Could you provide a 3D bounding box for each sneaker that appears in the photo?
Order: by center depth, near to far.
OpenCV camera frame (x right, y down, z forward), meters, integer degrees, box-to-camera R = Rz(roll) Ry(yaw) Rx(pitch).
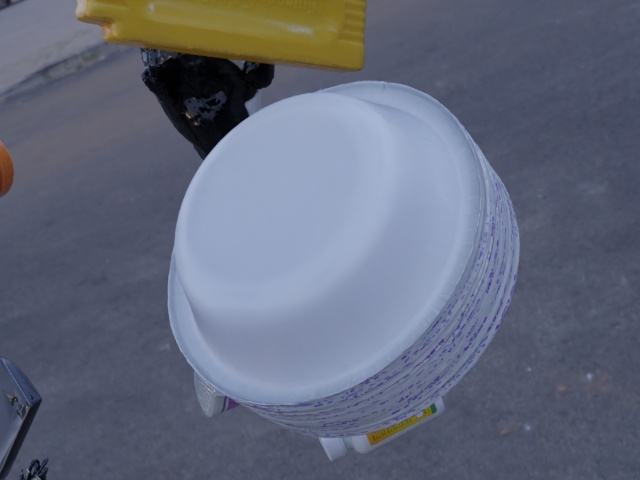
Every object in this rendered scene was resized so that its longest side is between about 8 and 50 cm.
[{"bbox_3d":[-0.091,0.167,1.314,0.161,0.102,0.282,-14,-17,-19],"label":"sneaker"}]

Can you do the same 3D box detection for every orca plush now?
[{"bbox_3d":[-0.133,-0.187,0.897,0.151,0.287,0.102,8,32,20],"label":"orca plush"}]

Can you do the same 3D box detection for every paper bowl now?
[{"bbox_3d":[0.000,0.000,0.715,0.284,0.148,0.284,-16,56,25],"label":"paper bowl"}]

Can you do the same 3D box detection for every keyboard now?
[{"bbox_3d":[-0.467,0.337,1.304,0.033,0.317,0.201,1,36,-48],"label":"keyboard"}]

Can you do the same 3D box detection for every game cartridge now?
[{"bbox_3d":[-0.073,-0.328,0.816,0.285,0.324,0.052,0,4,-33],"label":"game cartridge"}]

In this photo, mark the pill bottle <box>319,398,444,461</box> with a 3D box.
[{"bbox_3d":[0.091,0.284,1.520,0.208,0.118,0.117,-26,24,-8],"label":"pill bottle"}]

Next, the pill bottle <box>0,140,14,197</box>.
[{"bbox_3d":[-0.434,-0.046,0.954,0.130,0.131,0.246,-10,17,24],"label":"pill bottle"}]
